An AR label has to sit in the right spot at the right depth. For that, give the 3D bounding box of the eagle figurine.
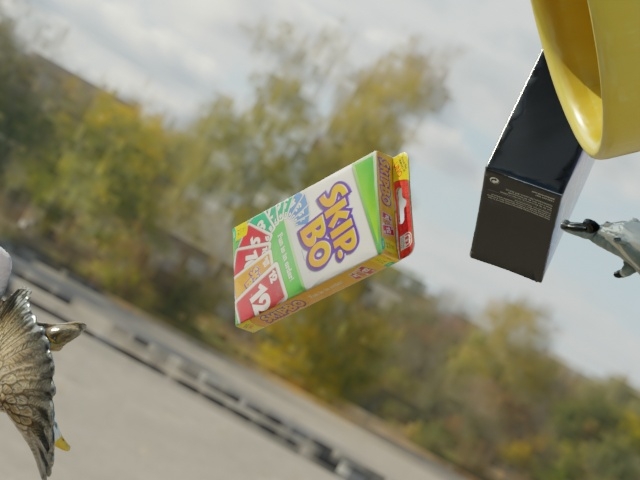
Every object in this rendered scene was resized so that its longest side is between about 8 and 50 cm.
[{"bbox_3d":[-0.342,0.150,1.978,0.225,0.226,0.298,18,19,5],"label":"eagle figurine"}]

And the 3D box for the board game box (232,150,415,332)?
[{"bbox_3d":[0.000,0.000,2.076,0.259,0.124,0.039,-26,-34,38],"label":"board game box"}]

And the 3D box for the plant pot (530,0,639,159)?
[{"bbox_3d":[0.275,-0.205,1.331,0.239,0.254,0.254,-14,-3,-2],"label":"plant pot"}]

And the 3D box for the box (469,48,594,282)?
[{"bbox_3d":[0.277,-0.111,2.310,0.103,0.261,0.184,22,-33,9],"label":"box"}]

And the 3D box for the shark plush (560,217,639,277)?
[{"bbox_3d":[0.317,0.018,1.987,0.161,0.067,0.073,18,36,19],"label":"shark plush"}]
